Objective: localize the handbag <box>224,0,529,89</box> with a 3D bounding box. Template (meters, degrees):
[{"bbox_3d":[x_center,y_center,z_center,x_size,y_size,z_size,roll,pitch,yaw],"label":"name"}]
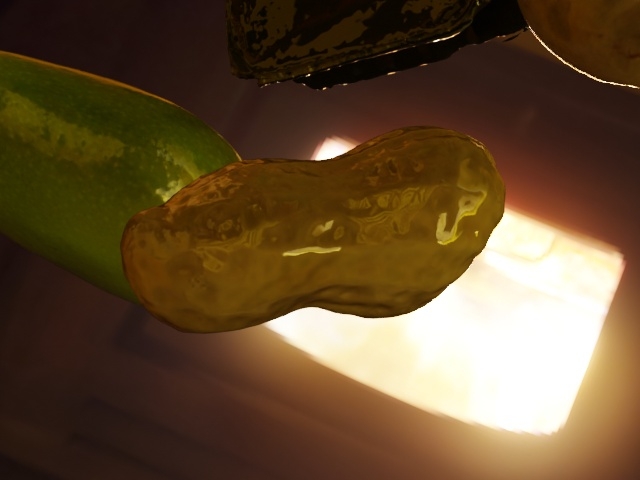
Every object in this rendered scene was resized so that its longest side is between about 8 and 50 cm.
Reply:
[{"bbox_3d":[0.050,-0.325,1.559,0.303,0.329,0.122,-11,170,36],"label":"handbag"}]

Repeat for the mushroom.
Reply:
[{"bbox_3d":[0.275,-0.221,1.330,0.226,0.226,0.178,14,152,24],"label":"mushroom"}]

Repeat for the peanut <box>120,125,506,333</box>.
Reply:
[{"bbox_3d":[0.000,0.000,1.041,0.257,0.123,0.123,-15,160,-16],"label":"peanut"}]

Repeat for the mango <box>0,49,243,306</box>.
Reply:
[{"bbox_3d":[-0.186,-0.055,1.321,0.343,0.156,0.192,30,146,-34],"label":"mango"}]
